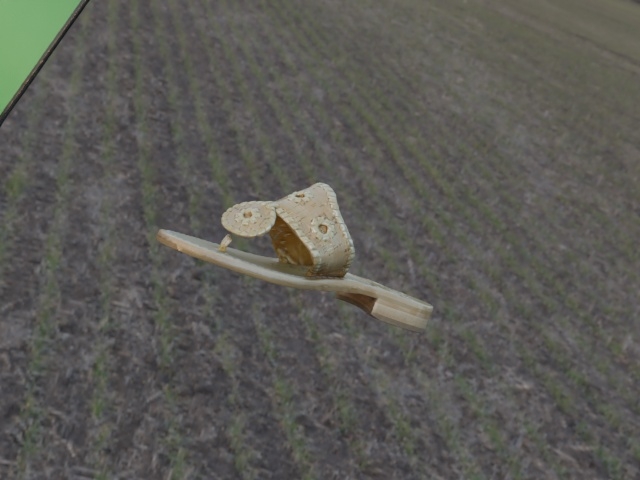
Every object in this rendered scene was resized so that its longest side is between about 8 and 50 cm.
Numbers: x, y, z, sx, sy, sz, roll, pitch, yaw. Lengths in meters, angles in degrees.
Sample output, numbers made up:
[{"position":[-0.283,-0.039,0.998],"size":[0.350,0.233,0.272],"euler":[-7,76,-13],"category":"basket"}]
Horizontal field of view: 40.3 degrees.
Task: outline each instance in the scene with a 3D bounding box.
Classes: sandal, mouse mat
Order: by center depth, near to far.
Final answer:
[{"position":[-0.224,-0.155,0.558],"size":[0.152,0.190,0.007],"euler":[45,14,17],"category":"mouse mat"},{"position":[-0.004,-0.001,0.640],"size":[0.240,0.079,0.088],"euler":[21,1,-34],"category":"sandal"}]
